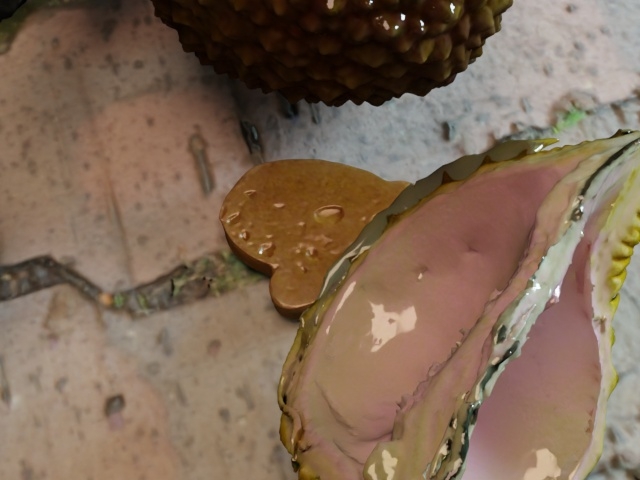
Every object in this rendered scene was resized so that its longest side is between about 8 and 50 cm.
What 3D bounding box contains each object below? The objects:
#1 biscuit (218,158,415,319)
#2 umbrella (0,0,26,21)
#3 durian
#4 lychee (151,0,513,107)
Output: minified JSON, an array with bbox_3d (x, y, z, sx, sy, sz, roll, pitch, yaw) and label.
[{"bbox_3d":[0.000,0.001,0.947,0.140,0.023,0.118,18,62,15],"label":"biscuit"},{"bbox_3d":[-0.159,-0.254,1.028,0.118,0.118,0.340,13,42,12],"label":"umbrella"},{"bbox_3d":[0.070,0.053,0.830,0.195,0.185,0.305,13,68,38],"label":"durian"},{"bbox_3d":[0.010,-0.205,0.958,0.267,0.267,0.267,-2,57,3],"label":"lychee"}]
